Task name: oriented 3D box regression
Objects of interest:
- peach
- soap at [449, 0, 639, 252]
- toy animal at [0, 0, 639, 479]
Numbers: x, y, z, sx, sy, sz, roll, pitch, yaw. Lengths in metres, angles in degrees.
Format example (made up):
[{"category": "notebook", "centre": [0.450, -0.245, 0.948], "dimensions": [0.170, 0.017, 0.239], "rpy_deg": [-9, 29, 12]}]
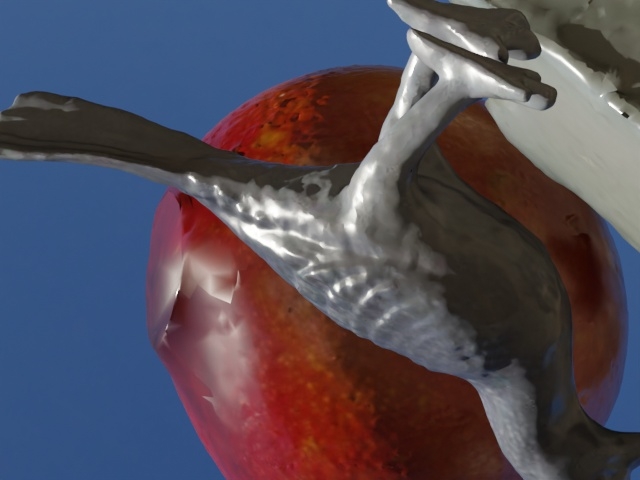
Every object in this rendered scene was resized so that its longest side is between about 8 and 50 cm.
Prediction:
[{"category": "peach", "centre": [0.042, 0.047, 1.361], "dimensions": [0.388, 0.388, 0.388], "rpy_deg": [12, -135, -13]}, {"category": "soap", "centre": [0.338, -0.143, 0.968], "dimensions": [0.435, 0.213, 0.350], "rpy_deg": [-39, -118, -4]}, {"category": "toy animal", "centre": [0.029, -0.015, 0.784], "dimensions": [0.367, 0.206, 0.081], "rpy_deg": [34, -145, 5]}]
